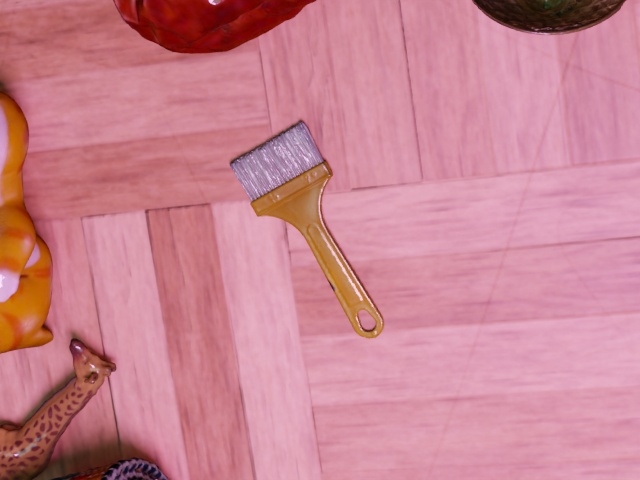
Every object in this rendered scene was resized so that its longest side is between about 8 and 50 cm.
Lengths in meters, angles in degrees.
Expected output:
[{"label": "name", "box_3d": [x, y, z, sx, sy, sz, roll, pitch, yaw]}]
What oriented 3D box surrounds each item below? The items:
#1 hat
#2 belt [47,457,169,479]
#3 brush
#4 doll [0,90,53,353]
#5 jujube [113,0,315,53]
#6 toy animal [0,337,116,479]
[{"label": "hat", "box_3d": [0.187, -0.210, 1.237, 0.146, 0.067, 0.146, -2, 61, 4]}, {"label": "belt", "box_3d": [-0.172, 0.348, 1.376, 0.160, 0.207, 0.295, -20, 97, 21]}, {"label": "brush", "box_3d": [0.000, 0.000, 1.357, 0.083, 0.011, 0.205, -28, 94, 18]}, {"label": "doll", "box_3d": [-0.336, -0.015, 1.372, 0.166, 0.162, 0.270, -12, 93, -13]}, {"label": "jujube", "box_3d": [-0.065, -0.260, 1.243, 0.250, 0.174, 0.174, -33, 92, 30]}, {"label": "toy animal", "box_3d": [-0.309, 0.192, 1.462, 0.275, 0.054, 0.149, -16, 94, 21]}]
